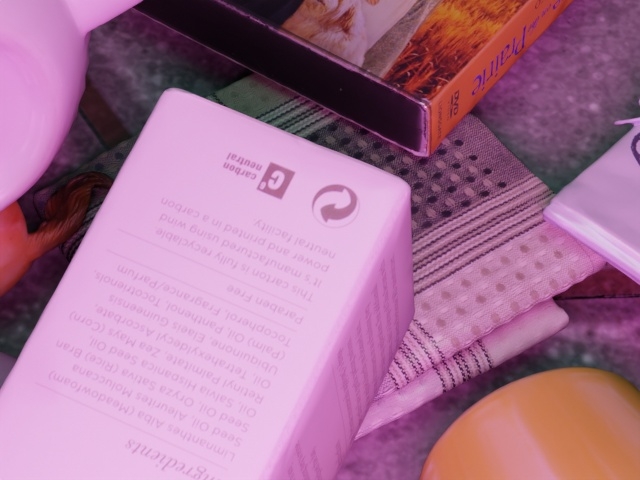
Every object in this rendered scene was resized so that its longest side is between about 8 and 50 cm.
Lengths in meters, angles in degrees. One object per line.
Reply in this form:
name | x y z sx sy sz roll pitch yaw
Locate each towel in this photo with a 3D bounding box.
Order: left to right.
towel | 0.000 0.000 1.370 0.324 0.056 0.312 -29 55 -18

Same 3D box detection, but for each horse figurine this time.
horse figurine | -0.271 0.006 1.319 0.263 0.066 0.174 -18 42 -1

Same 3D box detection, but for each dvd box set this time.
dvd box set | 0.076 -0.269 1.514 0.308 0.062 0.420 30 55 22

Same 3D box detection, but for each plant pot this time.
plant pot | 0.178 0.213 1.153 0.254 0.254 0.239 -14 44 -13

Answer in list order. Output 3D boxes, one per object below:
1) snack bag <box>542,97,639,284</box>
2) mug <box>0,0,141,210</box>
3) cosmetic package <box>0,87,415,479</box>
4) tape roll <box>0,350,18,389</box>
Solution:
snack bag | 0.358 -0.015 1.371 0.323 0.037 0.342 37 46 17
mug | -0.249 -0.187 1.268 0.374 0.276 0.328 -26 44 -3
cosmetic package | -0.107 0.168 1.102 0.161 0.230 0.453 23 71 12
tape roll | -0.245 0.165 1.155 0.072 0.219 0.219 22 58 11
